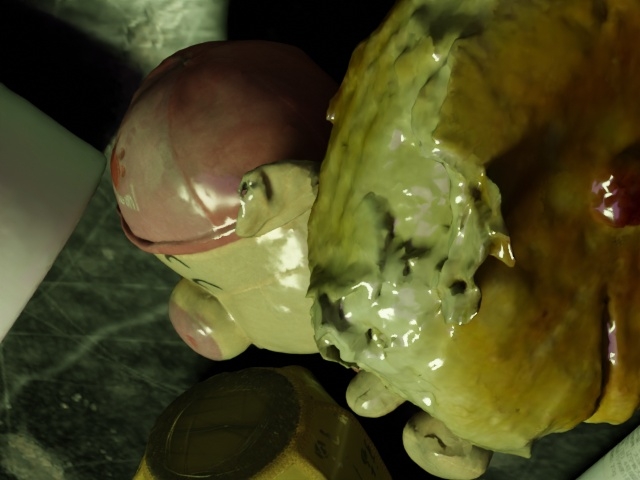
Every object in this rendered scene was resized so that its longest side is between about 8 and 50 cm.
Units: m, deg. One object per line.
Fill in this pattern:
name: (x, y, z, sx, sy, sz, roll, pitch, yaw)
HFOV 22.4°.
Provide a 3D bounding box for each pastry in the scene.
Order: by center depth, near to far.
pastry: (0.117, -0.025, 0.712, 0.236, 0.121, 0.257, 11, 102, -34)

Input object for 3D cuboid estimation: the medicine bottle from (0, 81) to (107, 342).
medicine bottle: (-0.304, -0.050, 0.866, 0.325, 0.212, 0.212, 35, 134, -13)

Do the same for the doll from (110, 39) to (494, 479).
doll: (-0.002, 0.003, 0.832, 0.256, 0.152, 0.196, 38, 156, -27)

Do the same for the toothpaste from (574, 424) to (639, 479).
toothpaste: (0.217, 0.143, 0.968, 0.114, 0.073, 0.299, 35, 127, -13)

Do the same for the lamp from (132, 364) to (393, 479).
lamp: (-0.026, 0.180, 1.028, 0.161, 0.161, 0.185, -5, 132, 25)
